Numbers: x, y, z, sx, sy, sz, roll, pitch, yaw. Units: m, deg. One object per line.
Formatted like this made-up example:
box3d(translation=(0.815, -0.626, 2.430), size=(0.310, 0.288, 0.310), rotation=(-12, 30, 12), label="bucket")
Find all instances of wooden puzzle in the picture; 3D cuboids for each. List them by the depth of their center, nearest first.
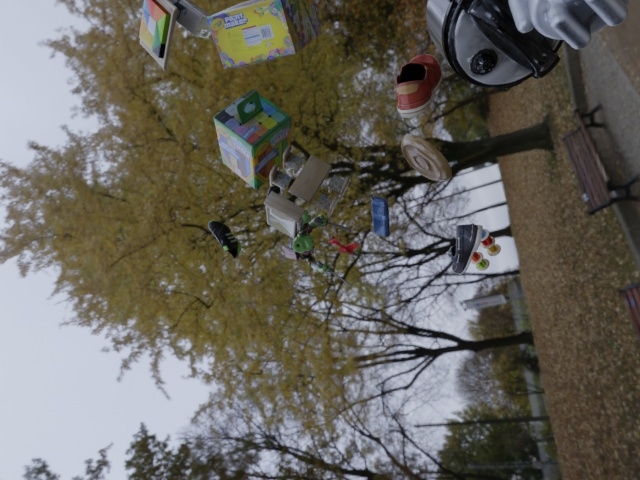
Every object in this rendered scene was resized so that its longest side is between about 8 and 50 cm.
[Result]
box3d(translation=(-0.588, -0.761, 1.591), size=(0.044, 0.221, 0.238), rotation=(-13, -128, -41), label="wooden puzzle")

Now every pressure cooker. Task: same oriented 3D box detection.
box3d(translation=(0.537, -0.670, 1.361), size=(0.420, 0.370, 0.375), rotation=(-90, -7, -50), label="pressure cooker")

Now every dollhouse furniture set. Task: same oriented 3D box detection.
box3d(translation=(-0.054, -0.149, 1.305), size=(0.242, 0.212, 0.161), rotation=(-60, -5, -18), label="dollhouse furniture set")

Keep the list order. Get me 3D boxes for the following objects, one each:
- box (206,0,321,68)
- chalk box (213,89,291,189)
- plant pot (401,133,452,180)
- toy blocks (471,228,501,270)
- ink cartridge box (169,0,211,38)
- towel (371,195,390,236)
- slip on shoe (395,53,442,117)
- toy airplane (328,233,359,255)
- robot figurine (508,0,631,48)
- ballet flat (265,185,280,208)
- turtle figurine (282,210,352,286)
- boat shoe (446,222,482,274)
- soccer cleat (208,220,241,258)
box3d(translation=(-0.189, -0.758, 1.584), size=(0.279, 0.290, 0.177), rotation=(-62, -37, -48), label="box")
box3d(translation=(-0.214, -0.344, 1.446), size=(0.180, 0.179, 0.289), rotation=(-44, -16, -23), label="chalk box")
box3d(translation=(0.387, -0.301, 1.674), size=(0.236, 0.032, 0.236), rotation=(42, 173, 6), label="plant pot")
box3d(translation=(0.568, 0.024, 1.596), size=(0.148, 0.123, 0.054), rotation=(40, 176, -33), label="toy blocks")
box3d(translation=(-0.498, -0.845, 1.656), size=(0.191, 0.082, 0.139), rotation=(36, -158, -3), label="ink cartridge box")
box3d(translation=(0.186, -0.073, 1.362), size=(0.029, 0.067, 0.119), rotation=(-19, -64, -26), label="towel")
box3d(translation=(0.279, -0.472, 1.286), size=(0.101, 0.123, 0.331), rotation=(67, -148, -35), label="slip on shoe")
box3d(translation=(0.098, 0.025, 1.932), size=(0.151, 0.151, 0.028), rotation=(51, -125, -37), label="toy airplane")
box3d(translation=(0.543, -0.583, 0.959), size=(0.200, 0.300, 0.353), rotation=(23, -120, -31), label="robot figurine")
box3d(translation=(-0.207, -0.210, 1.961), size=(0.057, 0.049, 0.173), rotation=(28, -116, -15), label="ballet flat")
box3d(translation=(0.000, 0.000, 1.500), size=(0.266, 0.275, 0.197), rotation=(55, -123, -72), label="turtle figurine")
box3d(translation=(0.358, 0.021, 1.146), size=(0.206, 0.065, 0.075), rotation=(87, -164, -59), label="boat shoe")
box3d(translation=(-0.347, -0.004, 1.632), size=(0.179, 0.060, 0.072), rotation=(52, -152, -42), label="soccer cleat")
